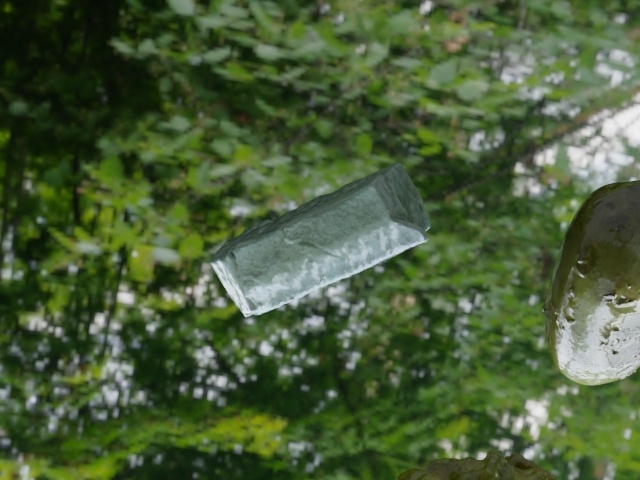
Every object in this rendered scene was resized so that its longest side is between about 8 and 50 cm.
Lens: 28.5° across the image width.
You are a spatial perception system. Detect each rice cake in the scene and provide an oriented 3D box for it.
[{"bbox_3d":[-0.001,0.000,1.018,0.206,0.069,0.063,-27,-170,34],"label":"rice cake"}]

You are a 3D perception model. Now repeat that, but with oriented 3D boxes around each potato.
[{"bbox_3d":[0.401,0.067,1.724,0.173,0.307,0.210,10,-146,4],"label":"potato"}]

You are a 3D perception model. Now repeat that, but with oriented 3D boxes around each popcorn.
[{"bbox_3d":[0.115,0.216,0.913,0.126,0.145,0.125,27,-146,-45],"label":"popcorn"}]
